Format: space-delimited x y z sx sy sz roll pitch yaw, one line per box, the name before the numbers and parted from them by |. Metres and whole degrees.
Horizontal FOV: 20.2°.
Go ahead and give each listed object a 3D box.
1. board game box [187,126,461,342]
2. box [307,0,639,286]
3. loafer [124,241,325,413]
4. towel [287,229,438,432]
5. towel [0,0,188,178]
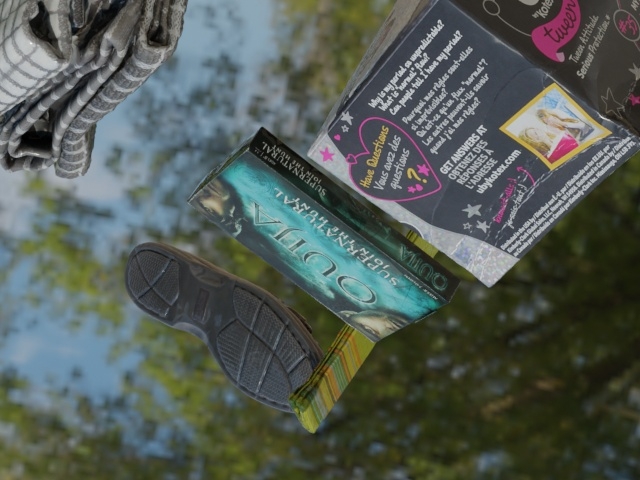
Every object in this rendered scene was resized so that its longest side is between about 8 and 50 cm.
board game box | 0.000 0.000 1.339 0.186 0.026 0.126 37 151 -10
box | 0.120 -0.126 1.057 0.142 0.163 0.247 36 -133 -6
loafer | -0.083 0.085 1.957 0.302 0.109 0.095 32 -160 33
towel | 0.046 0.080 1.779 0.021 0.237 0.102 31 165 16
towel | -0.151 -0.195 1.178 0.121 0.283 0.235 20 155 -24
